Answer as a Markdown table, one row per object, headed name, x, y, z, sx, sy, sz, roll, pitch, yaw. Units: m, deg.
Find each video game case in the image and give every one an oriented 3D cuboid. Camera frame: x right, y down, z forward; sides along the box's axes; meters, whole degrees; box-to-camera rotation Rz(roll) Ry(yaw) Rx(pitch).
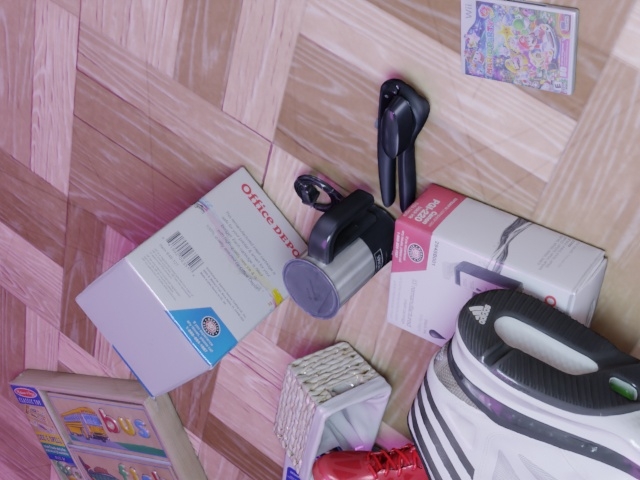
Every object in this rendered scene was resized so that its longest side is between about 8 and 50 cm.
| name | x | y | z | sx | sy | sz | roll | pitch | yaw |
| --- | --- | --- | --- | --- | --- | --- | --- | --- | --- |
| video game case | 0.195 | -0.196 | 1.044 | 0.122 | 0.011 | 0.087 | 18 | 130 | 31 |

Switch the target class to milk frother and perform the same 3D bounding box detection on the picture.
| name | x | y | z | sx | sy | sz | roll | pitch | yaw |
| --- | --- | --- | --- | --- | --- | --- | --- | --- | --- |
| milk frother | 0.000 | 0.000 | 1.259 | 0.143 | 0.135 | 0.129 | 11 | 127 | 39 |

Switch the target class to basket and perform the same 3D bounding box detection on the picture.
| name | x | y | z | sx | sy | sz | roll | pitch | yaw |
| --- | --- | --- | --- | --- | --- | --- | --- | --- | --- |
| basket | 0.011 | 0.232 | 1.428 | 0.103 | 0.113 | 0.167 | 51 | 144 | 33 |

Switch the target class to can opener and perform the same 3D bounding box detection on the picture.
| name | x | y | z | sx | sy | sz | roll | pitch | yaw |
| --- | --- | --- | --- | --- | --- | --- | --- | --- | --- |
| can opener | 0.083 | -0.102 | 1.177 | 0.059 | 0.073 | 0.186 | 35 | 150 | 26 |

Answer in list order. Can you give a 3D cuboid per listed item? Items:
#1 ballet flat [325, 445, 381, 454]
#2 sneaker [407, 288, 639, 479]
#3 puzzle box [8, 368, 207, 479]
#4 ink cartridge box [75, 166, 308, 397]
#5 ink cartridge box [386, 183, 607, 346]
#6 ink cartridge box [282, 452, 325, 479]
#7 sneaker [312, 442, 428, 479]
| name | x | y | z | sx | sy | sz | roll | pitch | yaw |
| --- | --- | --- | --- | --- | --- | --- | --- | --- | --- |
| ballet flat | 0.020 | 0.298 | 1.525 | 0.168 | 0.057 | 0.052 | 31 | 145 | 20 |
| sneaker | 0.296 | 0.250 | 1.098 | 0.447 | 0.169 | 0.257 | 31 | 133 | 5 |
| puzzle box | -0.384 | 0.370 | 1.924 | 0.409 | 0.052 | 0.272 | -2 | 117 | 41 |
| ink cartridge box | -0.155 | 0.054 | 1.361 | 0.171 | 0.233 | 0.168 | 52 | 140 | -4 |
| ink cartridge box | 0.191 | 0.054 | 1.173 | 0.218 | 0.092 | 0.158 | 22 | 132 | 24 |
| ink cartridge box | 0.016 | 0.425 | 1.615 | 0.165 | 0.065 | 0.332 | 28 | 136 | 22 |
| sneaker | 0.107 | 0.279 | 1.370 | 0.087 | 0.221 | 0.128 | -108 | 33 | -47 |
